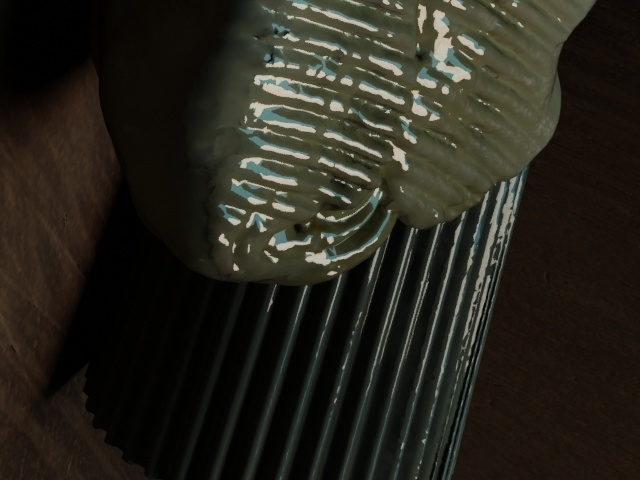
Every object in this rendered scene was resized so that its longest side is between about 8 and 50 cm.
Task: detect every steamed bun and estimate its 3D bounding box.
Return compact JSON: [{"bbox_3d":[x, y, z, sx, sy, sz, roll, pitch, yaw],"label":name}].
[{"bbox_3d":[-0.004,-0.153,1.085,0.310,0.219,0.324,-20,134,-37],"label":"steamed bun"}]

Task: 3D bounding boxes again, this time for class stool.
[{"bbox_3d":[0.000,0.000,1.457,0.297,0.297,0.330,-51,159,-64],"label":"stool"}]
